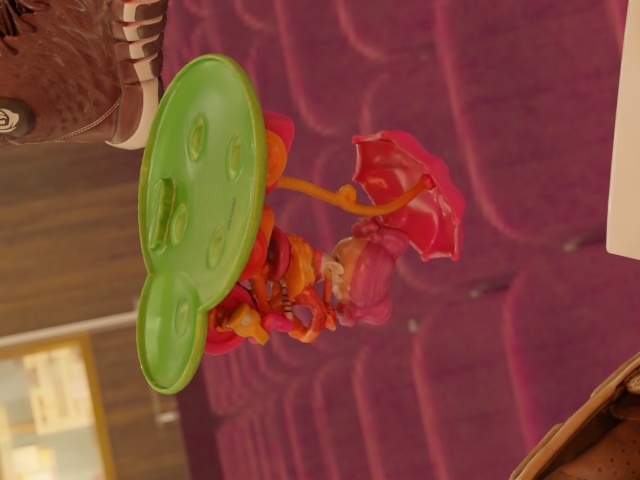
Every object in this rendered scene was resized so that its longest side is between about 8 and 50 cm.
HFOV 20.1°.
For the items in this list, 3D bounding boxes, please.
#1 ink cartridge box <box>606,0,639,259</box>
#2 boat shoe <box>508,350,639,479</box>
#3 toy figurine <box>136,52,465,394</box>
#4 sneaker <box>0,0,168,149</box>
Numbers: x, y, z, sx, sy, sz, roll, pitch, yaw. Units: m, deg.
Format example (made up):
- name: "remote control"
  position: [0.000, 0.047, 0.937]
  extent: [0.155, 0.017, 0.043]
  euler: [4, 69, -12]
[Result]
- name: "ink cartridge box"
  position: [0.261, -0.118, 1.098]
  extent: [0.353, 0.119, 0.207]
  euler: [-59, -25, -45]
- name: "boat shoe"
  position: [0.234, 0.121, 1.134]
  extent: [0.121, 0.341, 0.110]
  euler: [41, 151, 22]
- name: "toy figurine"
  position: [0.000, 0.000, 0.933]
  extent: [0.130, 0.159, 0.173]
  euler: [26, 107, 58]
- name: "sneaker"
  position: [-0.181, -0.150, 1.100]
  extent: [0.281, 0.162, 0.106]
  euler: [93, 161, -47]
